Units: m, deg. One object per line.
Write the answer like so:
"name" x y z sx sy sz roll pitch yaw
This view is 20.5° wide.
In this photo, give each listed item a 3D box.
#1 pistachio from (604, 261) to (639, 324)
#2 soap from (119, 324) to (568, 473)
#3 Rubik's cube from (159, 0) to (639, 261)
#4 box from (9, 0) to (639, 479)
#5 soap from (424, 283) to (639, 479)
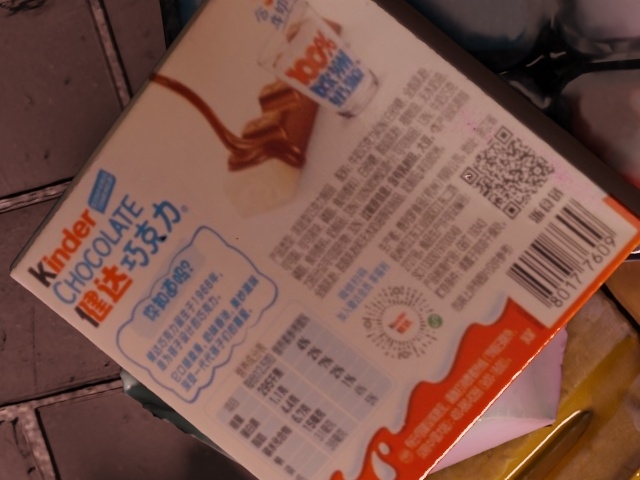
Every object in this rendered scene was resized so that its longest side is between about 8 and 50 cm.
"pistachio" 0.306 0.033 1.184 0.260 0.213 0.163 22 79 46
"soap" 0.010 0.079 1.279 0.324 0.109 0.193 1 80 36
"Rubik's cube" 0.101 -0.183 1.122 0.362 0.363 0.358 -7 101 12
"box" 0.000 0.000 0.990 0.265 0.048 0.273 40 114 0
"soap" 0.131 0.166 1.294 0.315 0.091 0.199 -51 57 17
